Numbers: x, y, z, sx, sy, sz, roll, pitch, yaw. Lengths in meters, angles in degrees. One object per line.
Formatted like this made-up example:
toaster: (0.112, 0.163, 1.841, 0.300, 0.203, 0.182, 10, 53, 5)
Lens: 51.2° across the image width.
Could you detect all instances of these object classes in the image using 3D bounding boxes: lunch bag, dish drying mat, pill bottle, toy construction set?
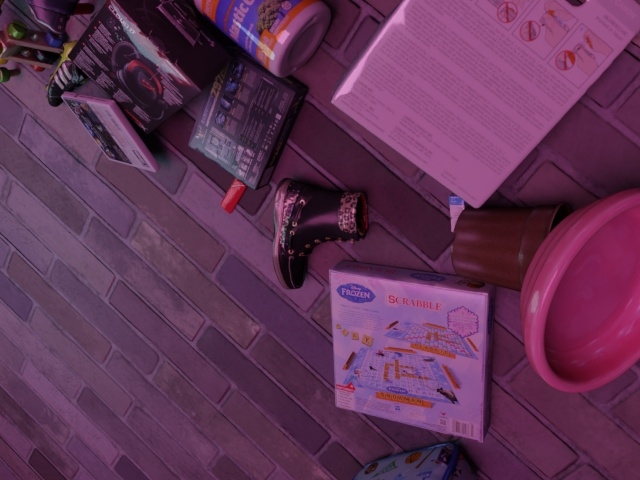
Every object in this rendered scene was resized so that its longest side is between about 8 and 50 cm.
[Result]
lunch bag: (0.165, 0.531, 1.343, 0.303, 0.243, 0.115, -30, 93, 34)
dish drying mat: (-0.187, -0.096, 1.431, 0.032, 0.008, 0.083, 41, 122, 7)
pill bottle: (-0.127, -0.430, 1.186, 0.272, 0.152, 0.152, 40, 122, 8)
toy construction set: (-0.678, -0.477, 1.411, 0.308, 0.237, 0.258, -2, 107, 28)

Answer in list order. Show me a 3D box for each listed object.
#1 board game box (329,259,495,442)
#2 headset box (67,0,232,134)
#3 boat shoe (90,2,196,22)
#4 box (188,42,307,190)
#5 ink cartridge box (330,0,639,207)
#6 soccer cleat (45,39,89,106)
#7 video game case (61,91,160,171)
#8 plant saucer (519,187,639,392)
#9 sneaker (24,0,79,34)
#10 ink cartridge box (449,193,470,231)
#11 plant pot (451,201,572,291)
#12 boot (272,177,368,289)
board game box: (0.177, 0.213, 1.321, 0.318, 0.066, 0.318, 8, 112, 26)
headset box: (-0.318, -0.349, 1.250, 0.218, 0.110, 0.293, 45, 149, -19)
boat shoe: (-0.357, -0.441, 1.350, 0.233, 0.079, 0.084, 9, 111, 23)
box: (-0.149, -0.243, 1.324, 0.183, 0.059, 0.233, 34, 121, 13)
ink cartridge box: (0.248, -0.284, 1.037, 0.308, 0.091, 0.385, 34, 112, -11)
soccer cleat: (-0.563, -0.364, 1.503, 0.072, 0.060, 0.179, 35, 122, -3)
video game case: (-0.448, -0.233, 1.435, 0.173, 0.022, 0.190, 16, 149, 35)
plant saucer: (0.426, 0.071, 1.021, 0.084, 0.332, 0.332, 40, 131, 53)
sneaker: (-0.465, -0.481, 1.314, 0.086, 0.226, 0.164, 42, 122, 52)
ink cartridge box: (0.252, -0.045, 1.192, 0.028, 0.048, 0.083, 2, 109, 28)
plant pot: (0.319, 0.012, 1.122, 0.165, 0.167, 0.167, 8, 112, 34)
boot: (-0.001, 0.000, 1.324, 0.178, 0.085, 0.237, 8, 112, 23)
